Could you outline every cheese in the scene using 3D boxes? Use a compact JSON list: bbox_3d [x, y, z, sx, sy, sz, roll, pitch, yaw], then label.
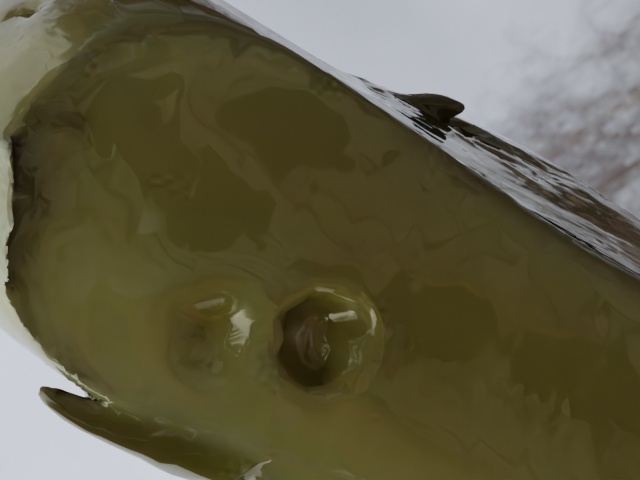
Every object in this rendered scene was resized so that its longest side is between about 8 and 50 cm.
[{"bbox_3d":[0.000,0.000,0.568,0.259,0.128,0.316,34,-179,-12],"label":"cheese"}]
